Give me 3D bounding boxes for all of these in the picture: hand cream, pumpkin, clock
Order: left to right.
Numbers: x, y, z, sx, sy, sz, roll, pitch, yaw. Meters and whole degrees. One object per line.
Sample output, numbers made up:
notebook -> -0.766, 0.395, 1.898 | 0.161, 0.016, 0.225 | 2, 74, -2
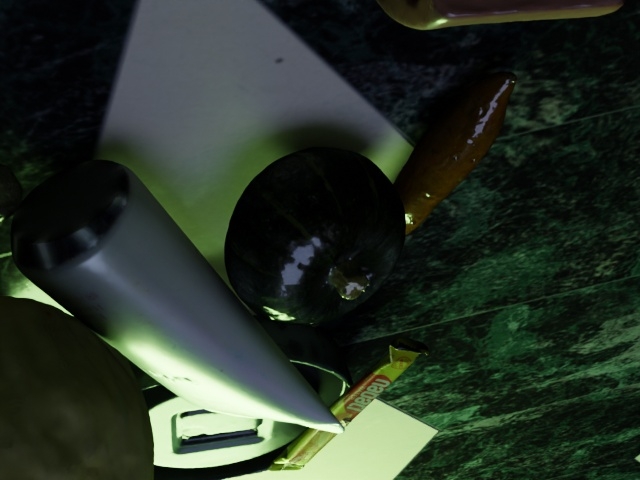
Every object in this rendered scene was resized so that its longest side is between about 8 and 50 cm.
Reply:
hand cream -> -0.129, 0.077, 0.963 | 0.185, 0.118, 0.359 | 1, 143, 34
clock -> -0.119, 0.194, 1.253 | 0.324, 0.067, 0.325 | -10, 147, -7
pumpkin -> -0.002, -0.002, 0.932 | 0.167, 0.125, 0.167 | -15, 115, -35

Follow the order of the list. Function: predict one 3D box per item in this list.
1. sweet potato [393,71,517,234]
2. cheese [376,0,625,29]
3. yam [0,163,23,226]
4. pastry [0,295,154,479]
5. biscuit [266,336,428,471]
sweet potato -> 0.099, -0.061, 0.957 | 0.057, 0.057, 0.265 | 6, 144, -28
cheese -> 0.106, -0.198, 0.635 | 0.128, 0.177, 0.203 | -6, 147, -12
yam -> -0.337, 0.019, 0.911 | 0.061, 0.061, 0.253 | 18, 137, -40
pastry -> -0.313, 0.210, 0.837 | 0.388, 0.313, 0.388 | -5, 164, -2
biscuit -> 0.025, 0.192, 1.226 | 0.048, 0.026, 0.292 | 14, 136, -27
